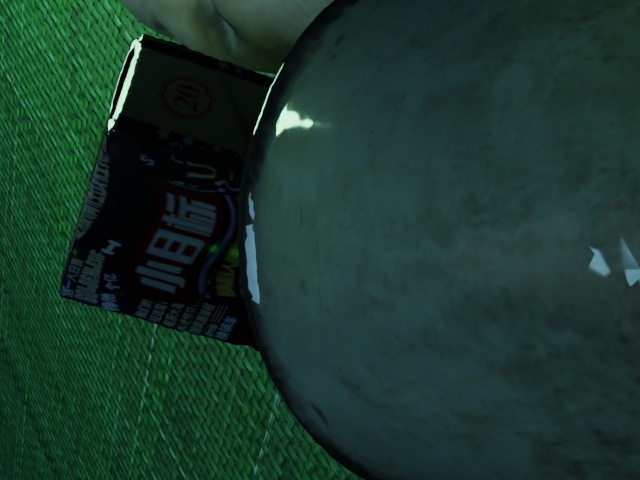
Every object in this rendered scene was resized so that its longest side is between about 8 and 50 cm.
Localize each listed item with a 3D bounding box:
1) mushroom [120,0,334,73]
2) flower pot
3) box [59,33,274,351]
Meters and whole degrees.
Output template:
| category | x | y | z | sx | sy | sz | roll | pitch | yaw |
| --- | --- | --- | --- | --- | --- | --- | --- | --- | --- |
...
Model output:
| category | x | y | z | sx | sy | sz | roll | pitch | yaw |
| --- | --- | --- | --- | --- | --- | --- | --- | --- | --- |
| mushroom | -0.044 | -0.278 | 0.768 | 0.353 | 0.353 | 0.325 | 3 | 85 | 61 |
| flower pot | 0.163 | -0.001 | 0.547 | 0.330 | 0.294 | 0.293 | 4 | 105 | 59 |
| box | 0.000 | 0.000 | 0.834 | 0.198 | 0.310 | 0.084 | 121 | 162 | -53 |
